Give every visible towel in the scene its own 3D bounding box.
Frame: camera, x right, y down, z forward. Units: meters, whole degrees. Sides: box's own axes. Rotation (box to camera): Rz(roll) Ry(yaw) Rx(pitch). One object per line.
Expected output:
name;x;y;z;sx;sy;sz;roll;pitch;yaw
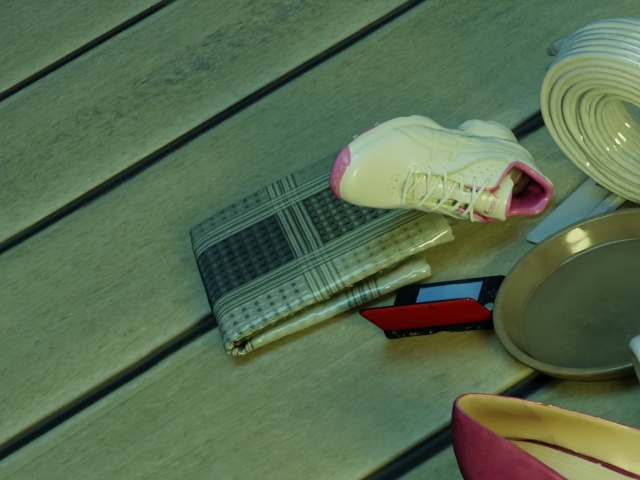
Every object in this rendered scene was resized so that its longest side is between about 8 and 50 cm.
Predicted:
towel;0.000;0.000;2.396;0.324;0.056;0.312;-27;31;1

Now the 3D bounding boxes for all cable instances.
cable;0.376;-0.145;2.154;0.089;0.257;0.257;-48;6;-25

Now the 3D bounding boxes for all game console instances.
game console;0.134;0.064;2.179;0.144;0.085;0.124;-7;38;24

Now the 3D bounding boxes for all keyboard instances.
keyboard;0.359;-0.071;2.289;0.256;0.014;0.072;-41;32;-23

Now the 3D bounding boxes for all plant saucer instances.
plant saucer;0.331;0.065;2.096;0.278;0.041;0.278;-16;34;12

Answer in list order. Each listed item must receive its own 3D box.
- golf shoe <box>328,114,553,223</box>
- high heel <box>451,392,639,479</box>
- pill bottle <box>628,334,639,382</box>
golf shoe;0.153;-0.078;2.251;0.306;0.115;0.140;-7;36;-37
high heel;0.310;0.215;1.776;0.377;0.181;0.127;-9;37;23
pill bottle;0.438;0.115;1.876;0.229;0.131;0.131;-23;34;2
